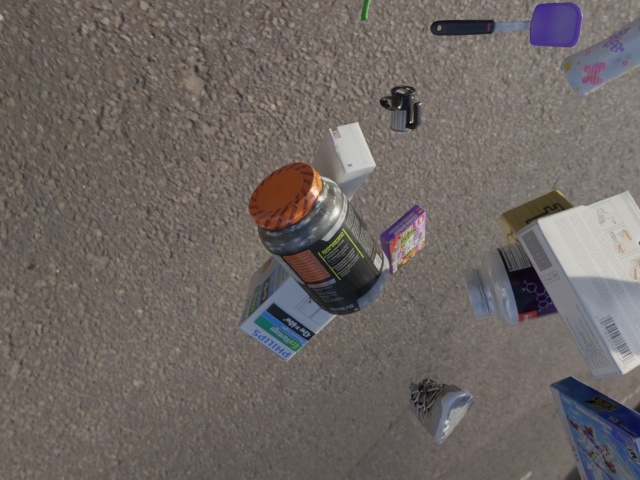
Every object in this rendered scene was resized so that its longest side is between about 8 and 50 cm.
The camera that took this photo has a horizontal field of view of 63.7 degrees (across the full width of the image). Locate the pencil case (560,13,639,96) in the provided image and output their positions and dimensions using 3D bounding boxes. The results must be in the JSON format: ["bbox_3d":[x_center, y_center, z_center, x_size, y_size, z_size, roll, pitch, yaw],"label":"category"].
[{"bbox_3d":[0.808,-0.512,1.407,0.124,0.273,0.113,54,38,-8],"label":"pencil case"}]

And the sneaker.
[{"bbox_3d":[0.219,0.330,1.027,0.105,0.115,0.281,-44,160,-17],"label":"sneaker"}]

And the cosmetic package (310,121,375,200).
[{"bbox_3d":[0.044,-0.170,1.230,0.085,0.117,0.231,-17,168,-19],"label":"cosmetic package"}]

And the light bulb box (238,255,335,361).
[{"bbox_3d":[-0.081,0.167,1.857,0.225,0.358,0.361,40,108,-17],"label":"light bulb box"}]

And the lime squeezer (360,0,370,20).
[{"bbox_3d":[0.096,-0.682,1.220,0.059,0.110,0.310,-50,133,-21],"label":"lime squeezer"}]

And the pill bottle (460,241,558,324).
[{"bbox_3d":[0.500,0.085,1.181,0.323,0.181,0.181,-17,132,12],"label":"pill bottle"}]

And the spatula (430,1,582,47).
[{"bbox_3d":[0.372,-0.434,1.041,0.296,0.030,0.084,0,117,2],"label":"spatula"}]

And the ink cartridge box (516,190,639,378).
[{"bbox_3d":[0.548,0.072,0.969,0.261,0.296,0.066,-16,163,-24],"label":"ink cartridge box"}]

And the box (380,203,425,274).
[{"bbox_3d":[0.344,0.003,2.129,0.201,0.057,0.293,-40,152,-12],"label":"box"}]

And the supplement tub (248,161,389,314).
[{"bbox_3d":[0.000,0.000,1.154,0.207,0.207,0.338,-44,129,-8],"label":"supplement tub"}]

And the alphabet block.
[{"bbox_3d":[0.670,0.004,1.512,0.193,0.197,0.192,-23,128,4],"label":"alphabet block"}]

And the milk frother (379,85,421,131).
[{"bbox_3d":[0.256,-0.428,1.724,0.143,0.129,0.135,-13,128,-11],"label":"milk frother"}]

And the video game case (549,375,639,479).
[{"bbox_3d":[0.576,0.425,0.999,0.061,0.269,0.244,-22,95,-4],"label":"video game case"}]
